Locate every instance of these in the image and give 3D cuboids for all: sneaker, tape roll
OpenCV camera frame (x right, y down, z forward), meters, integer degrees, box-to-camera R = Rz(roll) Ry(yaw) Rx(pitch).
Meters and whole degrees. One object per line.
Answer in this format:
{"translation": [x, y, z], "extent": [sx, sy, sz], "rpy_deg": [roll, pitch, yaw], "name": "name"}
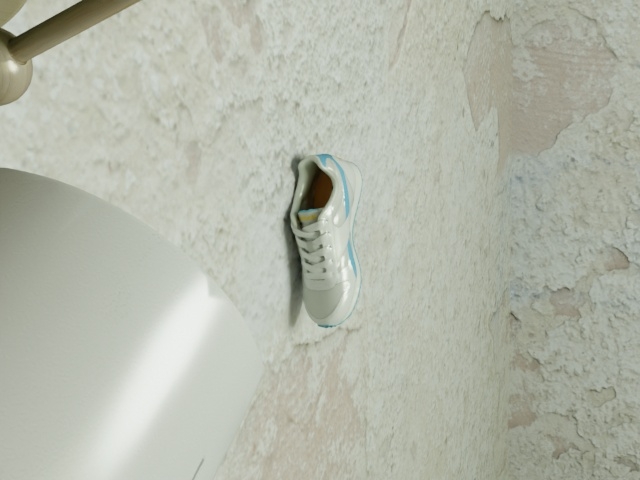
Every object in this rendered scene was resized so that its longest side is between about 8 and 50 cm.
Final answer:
{"translation": [0.000, 0.000, 1.010], "extent": [0.092, 0.087, 0.229], "rpy_deg": [12, 77, -57], "name": "sneaker"}
{"translation": [-0.180, 0.101, 0.463], "extent": [0.169, 0.246, 0.246], "rpy_deg": [-63, 146, -37], "name": "tape roll"}

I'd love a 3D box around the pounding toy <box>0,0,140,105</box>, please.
{"translation": [-0.232, -0.195, 0.434], "extent": [0.237, 0.183, 0.110], "rpy_deg": [30, 37, -51], "name": "pounding toy"}
